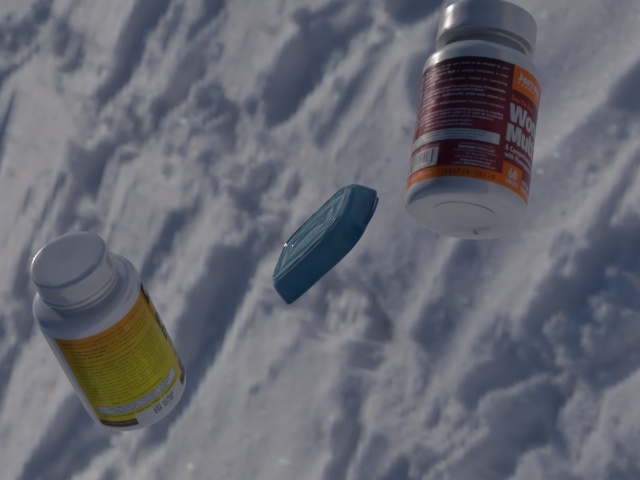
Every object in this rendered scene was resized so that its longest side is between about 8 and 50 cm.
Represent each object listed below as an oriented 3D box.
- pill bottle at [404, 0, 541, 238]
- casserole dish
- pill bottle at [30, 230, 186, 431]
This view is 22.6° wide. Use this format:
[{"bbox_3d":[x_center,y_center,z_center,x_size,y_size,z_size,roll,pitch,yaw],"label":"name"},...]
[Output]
[{"bbox_3d":[0.155,-0.122,1.590,0.121,0.121,0.221,-27,48,56],"label":"pill bottle"},{"bbox_3d":[0.000,0.000,1.894,0.188,0.037,0.114,-42,19,39],"label":"casserole dish"},{"bbox_3d":[-0.227,0.094,1.685,0.117,0.117,0.215,-110,-1,-49],"label":"pill bottle"}]
